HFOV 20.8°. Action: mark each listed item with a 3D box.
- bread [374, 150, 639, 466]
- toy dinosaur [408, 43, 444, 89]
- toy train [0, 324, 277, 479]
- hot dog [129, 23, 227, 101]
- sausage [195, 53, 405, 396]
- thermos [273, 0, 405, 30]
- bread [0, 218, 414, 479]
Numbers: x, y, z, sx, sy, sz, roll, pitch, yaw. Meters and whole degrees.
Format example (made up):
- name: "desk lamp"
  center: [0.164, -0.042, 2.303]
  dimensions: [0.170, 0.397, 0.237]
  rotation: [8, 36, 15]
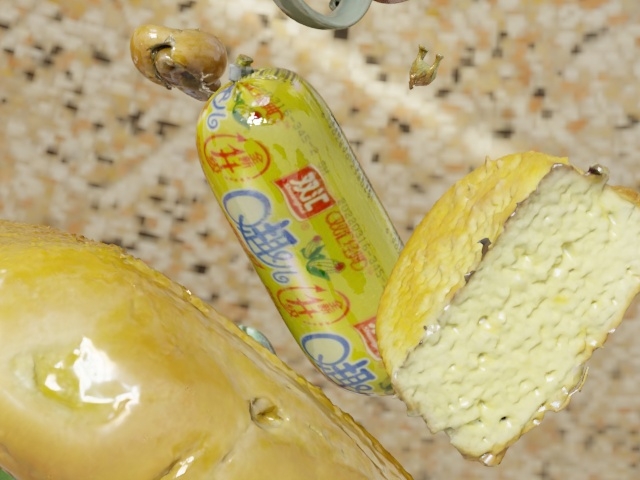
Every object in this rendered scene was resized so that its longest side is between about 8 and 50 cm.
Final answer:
- name: "bread"
  center: [0.131, 0.032, 1.279]
  dimensions: [0.143, 0.139, 0.229]
  rotation: [34, 98, -31]
- name: "toy dinosaur"
  center: [0.100, -0.164, 1.653]
  dimensions: [0.026, 0.113, 0.041]
  rotation: [26, 104, 6]
- name: "toy train"
  center: [-0.227, 0.194, 1.584]
  dimensions: [0.397, 0.160, 0.253]
  rotation: [-31, 174, 10]
- name: "hot dog"
  center: [-0.134, -0.170, 1.671]
  dimensions: [0.090, 0.060, 0.140]
  rotation: [5, 179, 5]
- name: "sausage"
  center: [0.000, 0.000, 1.477]
  dimensions: [0.123, 0.123, 0.347]
  rotation: [-18, 112, 28]
- name: "thermos"
  center: [-0.010, -0.255, 1.176]
  dimensions: [0.146, 0.176, 0.265]
  rotation: [11, 157, 44]
- name: "bread"
  center: [-0.101, 0.098, 0.977]
  dimensions: [0.328, 0.148, 0.337]
  rotation: [44, 167, -17]
